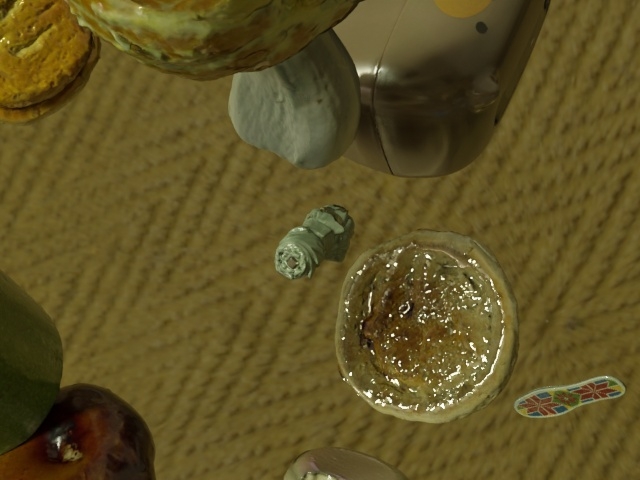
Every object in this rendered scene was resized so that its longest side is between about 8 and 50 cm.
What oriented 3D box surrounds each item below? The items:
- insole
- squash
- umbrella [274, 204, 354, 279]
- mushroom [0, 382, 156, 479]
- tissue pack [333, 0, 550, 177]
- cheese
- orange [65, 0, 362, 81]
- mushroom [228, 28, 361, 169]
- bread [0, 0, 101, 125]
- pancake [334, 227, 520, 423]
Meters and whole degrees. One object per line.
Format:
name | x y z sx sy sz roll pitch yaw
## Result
insole | 0.353 0.224 1.863 0.065 0.193 0.006 39 51 -25
squash | -0.521 0.109 1.646 0.263 0.384 0.263 -6 65 13
umbrella | 0.000 0.000 1.429 0.062 0.143 0.067 -14 99 30
mushroom | -0.337 0.348 1.772 0.267 0.267 0.255 -4 110 10
tissue pack | 0.154 -0.281 1.733 0.276 0.267 0.387 19 65 19
cheese | 0.087 0.374 1.854 0.286 0.163 0.082 17 108 33
orange | -0.065 -0.279 1.017 0.329 0.329 0.249 -39 80 5
mushroom | -0.043 -0.201 1.362 0.159 0.329 0.122 0 58 8
bread | -0.400 -0.266 1.671 0.198 0.120 0.236 -43 106 -15
pancake | 0.075 0.064 0.961 0.151 0.025 0.152 -2 86 28
